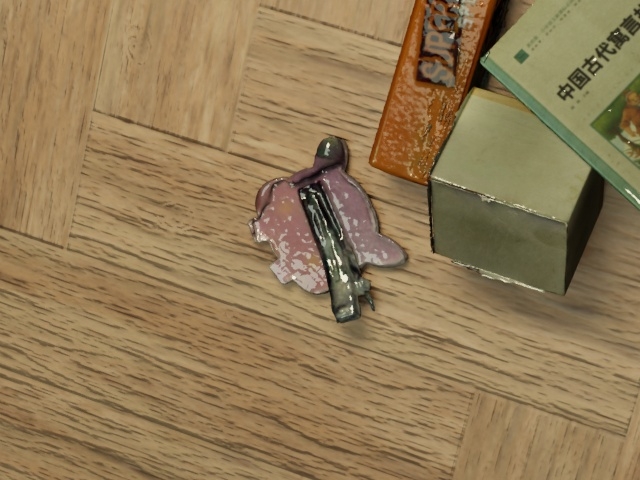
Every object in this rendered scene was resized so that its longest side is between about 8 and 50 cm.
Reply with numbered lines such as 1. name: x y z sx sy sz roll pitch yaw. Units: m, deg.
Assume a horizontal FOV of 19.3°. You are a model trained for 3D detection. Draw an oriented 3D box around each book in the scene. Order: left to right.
1. book: 0.315 -0.157 1.785 0.215 0.025 0.283 -46 63 1

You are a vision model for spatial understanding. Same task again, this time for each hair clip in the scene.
1. hair clip: 0.004 -0.001 2.018 0.146 0.056 0.187 -27 84 24

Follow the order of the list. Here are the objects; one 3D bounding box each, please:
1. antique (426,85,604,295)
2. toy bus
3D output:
1. antique: 0.196 -0.053 1.863 0.152 0.148 0.146 19 153 16
2. toy bus: 0.146 -0.252 1.878 0.093 0.092 0.408 20 110 12
